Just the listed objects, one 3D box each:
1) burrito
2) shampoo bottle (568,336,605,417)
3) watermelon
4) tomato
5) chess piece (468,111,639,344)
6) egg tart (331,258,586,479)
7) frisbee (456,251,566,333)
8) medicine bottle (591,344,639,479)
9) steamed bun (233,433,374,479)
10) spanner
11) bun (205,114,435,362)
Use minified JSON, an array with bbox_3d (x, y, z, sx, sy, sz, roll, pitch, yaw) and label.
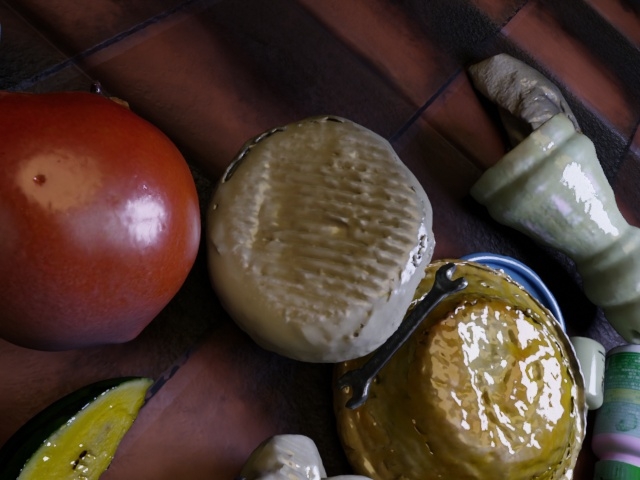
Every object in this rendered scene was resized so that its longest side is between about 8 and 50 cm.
[{"bbox_3d":[0.510,-0.332,1.147,0.190,0.135,0.332,-11,68,-19],"label":"burrito"},{"bbox_3d":[0.490,0.268,0.888,0.079,0.079,0.162,29,58,-8],"label":"shampoo bottle"},{"bbox_3d":[-0.314,0.284,0.542,0.129,0.123,0.301,37,58,-28],"label":"watermelon"},{"bbox_3d":[-0.302,-0.020,0.561,0.321,0.321,0.321,9,64,-19],"label":"tomato"},{"bbox_3d":[0.532,-0.019,0.925,0.234,0.234,0.442,-32,76,-31],"label":"chess piece"},{"bbox_3d":[0.237,0.227,0.718,0.443,0.178,0.443,3,71,-10],"label":"egg tart"},{"bbox_3d":[0.318,0.166,0.874,0.289,0.049,0.289,3,72,-11],"label":"frisbee"},{"bbox_3d":[0.581,0.339,0.863,0.133,0.133,0.274,35,59,-4],"label":"medicine bottle"},{"bbox_3d":[-0.029,0.418,0.517,0.394,0.237,0.346,14,23,-31],"label":"steamed bun"},{"bbox_3d":[0.115,0.130,0.662,0.254,0.054,0.015,-47,130,-5],"label":"spanner"},{"bbox_3d":[0.000,0.000,0.707,0.359,0.211,0.360,-4,69,10],"label":"bun"}]
